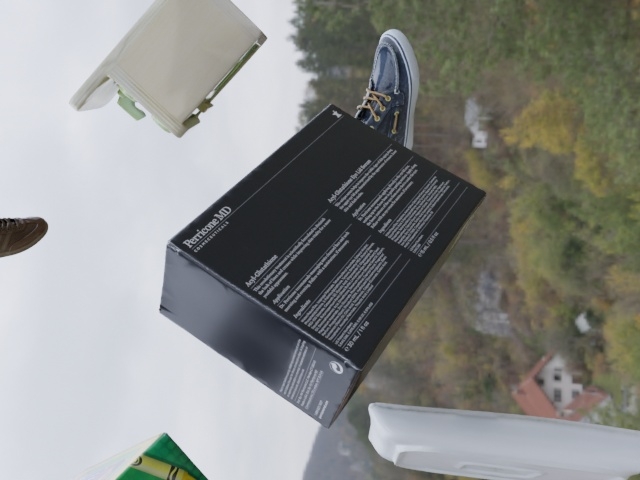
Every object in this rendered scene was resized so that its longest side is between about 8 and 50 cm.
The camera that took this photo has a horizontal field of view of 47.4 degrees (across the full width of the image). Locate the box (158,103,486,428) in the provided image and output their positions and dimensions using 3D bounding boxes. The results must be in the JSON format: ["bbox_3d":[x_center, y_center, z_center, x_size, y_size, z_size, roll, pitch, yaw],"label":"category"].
[{"bbox_3d":[0.009,0.007,0.665,0.261,0.184,0.103,-46,-14,-42],"label":"box"}]

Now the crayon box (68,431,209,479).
[{"bbox_3d":[-0.189,0.246,0.532,0.165,0.081,0.278,-44,4,-37],"label":"crayon box"}]

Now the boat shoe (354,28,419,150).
[{"bbox_3d":[0.079,-0.178,0.957,0.065,0.083,0.184,35,141,43],"label":"boat shoe"}]

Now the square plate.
[{"bbox_3d":[0.232,0.273,0.932,0.344,0.346,0.049,81,-165,-67],"label":"square plate"}]

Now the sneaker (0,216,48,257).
[{"bbox_3d":[-0.592,-0.010,1.325,0.066,0.188,0.071,44,148,34],"label":"sneaker"}]

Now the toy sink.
[{"bbox_3d":[-0.190,-0.222,0.958,0.234,0.131,0.153,-46,10,7],"label":"toy sink"}]
